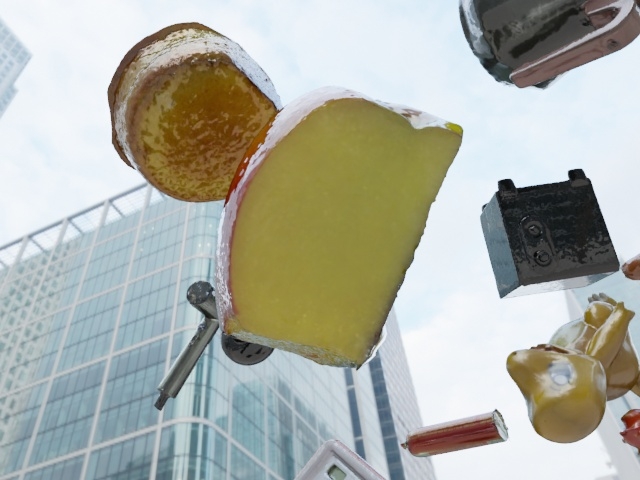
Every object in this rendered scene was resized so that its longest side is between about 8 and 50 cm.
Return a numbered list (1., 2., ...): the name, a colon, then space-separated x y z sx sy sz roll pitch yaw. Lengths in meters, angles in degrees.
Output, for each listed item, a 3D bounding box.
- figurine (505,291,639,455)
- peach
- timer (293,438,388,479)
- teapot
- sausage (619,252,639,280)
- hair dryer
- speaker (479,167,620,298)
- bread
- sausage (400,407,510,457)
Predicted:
1. figurine: 0.223 0.121 0.442 0.176 0.122 0.121 -10 -41 -47
2. peach: 0.000 0.000 0.698 0.242 0.306 0.380 17 -77 -1
3. timer: 0.034 0.489 0.896 0.161 0.257 0.250 34 -99 -32
4. teapot: 0.469 -0.451 1.029 0.305 0.376 0.362 37 -34 -25
5. sausage: 0.453 -0.005 0.702 0.036 0.042 0.158 41 -68 3
6. hair dryer: -0.274 0.247 1.296 0.284 0.156 0.320 -49 -29 -1
7. speaker: 0.527 -0.012 1.296 0.232 0.254 0.184 -8 -18 -2
8. bread: -0.209 -0.204 0.946 0.312 0.172 0.312 -14 -55 -20
9. sausage: 0.306 0.465 1.305 0.264 0.083 0.083 -24 -48 28
